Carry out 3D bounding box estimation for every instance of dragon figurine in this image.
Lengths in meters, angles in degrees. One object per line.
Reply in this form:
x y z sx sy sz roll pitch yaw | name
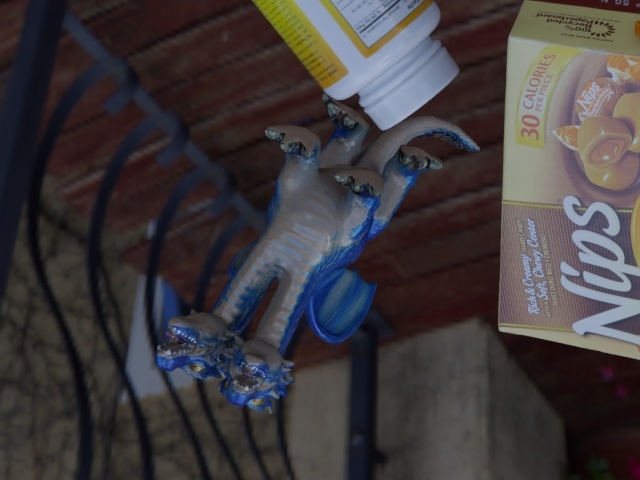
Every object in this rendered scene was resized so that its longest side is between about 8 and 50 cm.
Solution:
0.000 0.000 0.886 0.085 0.289 0.144 30 115 10 | dragon figurine

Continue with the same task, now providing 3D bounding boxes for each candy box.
0.243 -0.044 1.210 0.183 0.087 0.316 11 135 17 | candy box

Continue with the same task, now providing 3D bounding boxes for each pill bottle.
0.017 -0.198 1.230 0.117 0.117 0.215 -33 100 37 | pill bottle
